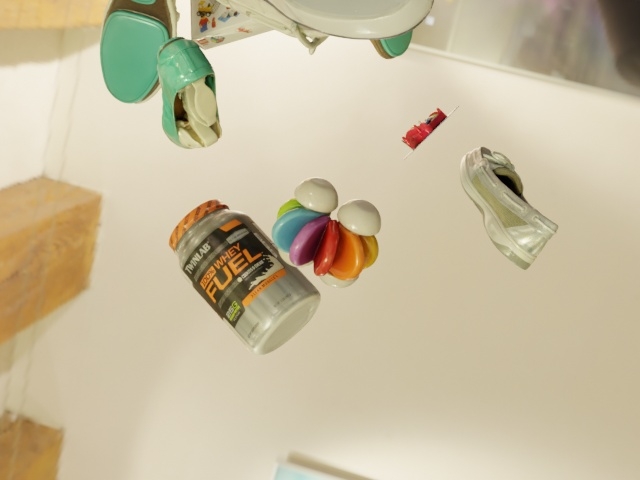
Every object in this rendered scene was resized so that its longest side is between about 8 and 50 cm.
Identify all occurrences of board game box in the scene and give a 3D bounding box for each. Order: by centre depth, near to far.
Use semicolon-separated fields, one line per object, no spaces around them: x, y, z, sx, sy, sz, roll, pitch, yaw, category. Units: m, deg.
-0.089;-0.466;1.854;0.053;0.305;0.192;30;-126;-60;board game box
0.184;-0.200;1.866;0.133;0.033;0.168;-45;1;7;board game box

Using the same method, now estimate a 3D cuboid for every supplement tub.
-0.166;0.072;2.237;0.193;0.316;0.193;-40;-17;-15;supplement tub

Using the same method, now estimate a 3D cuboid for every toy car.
0.000;0.000;1.717;0.136;0.182;0.159;-43;-22;-56;toy car

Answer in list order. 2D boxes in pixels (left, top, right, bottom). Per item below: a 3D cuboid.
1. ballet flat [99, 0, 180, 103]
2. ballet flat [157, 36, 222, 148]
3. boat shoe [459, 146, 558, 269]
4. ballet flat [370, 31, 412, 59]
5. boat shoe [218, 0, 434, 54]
-0.282;-0.403;1.742;0.400;0.139;0.139;103;-172;-46;ballet flat
-0.176;-0.176;1.459;0.083;0.087;0.247;-28;-23;-13;ballet flat
0.331;-0.076;1.856;0.103;0.118;0.320;-45;26;21;boat shoe
0.062;-0.447;1.644;0.116;0.124;0.342;-45;-42;-31;ballet flat
-0.018;-0.258;1.086;0.135;0.367;0.156;-59;-36;-10;boat shoe
